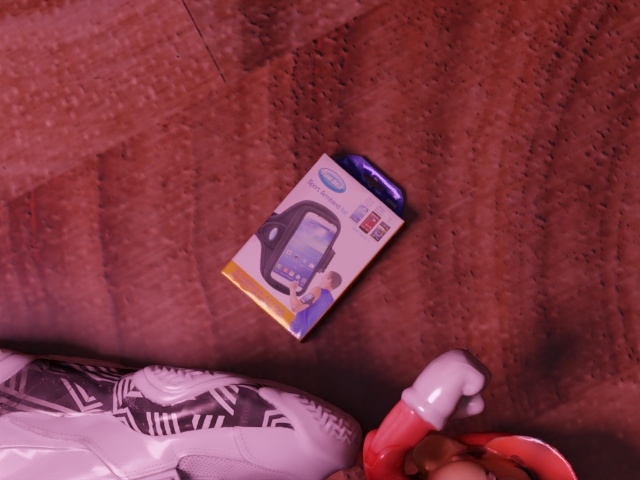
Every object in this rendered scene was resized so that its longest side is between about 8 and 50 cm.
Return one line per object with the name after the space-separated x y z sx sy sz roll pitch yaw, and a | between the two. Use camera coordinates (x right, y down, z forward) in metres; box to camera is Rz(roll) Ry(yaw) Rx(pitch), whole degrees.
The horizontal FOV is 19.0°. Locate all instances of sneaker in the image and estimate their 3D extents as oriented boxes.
-0.156 0.191 1.378 0.366 0.137 0.210 5 86 11 | sneaker

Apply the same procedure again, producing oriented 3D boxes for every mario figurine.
0.070 0.197 1.276 0.170 0.320 0.198 37 124 36 | mario figurine

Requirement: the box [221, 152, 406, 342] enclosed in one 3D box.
0.000 0.000 1.433 0.081 0.028 0.136 40 91 8 | box
